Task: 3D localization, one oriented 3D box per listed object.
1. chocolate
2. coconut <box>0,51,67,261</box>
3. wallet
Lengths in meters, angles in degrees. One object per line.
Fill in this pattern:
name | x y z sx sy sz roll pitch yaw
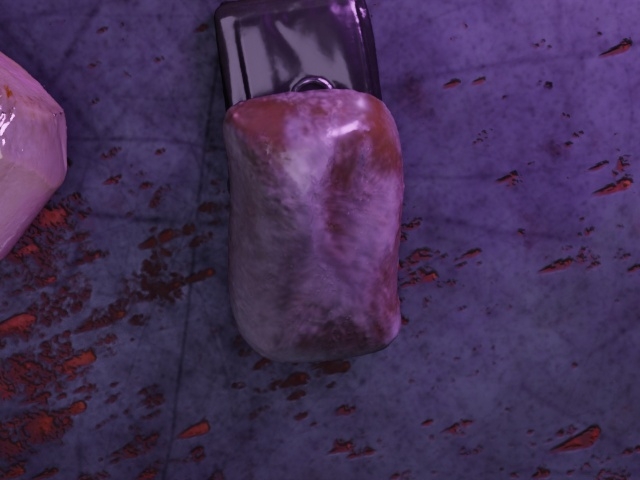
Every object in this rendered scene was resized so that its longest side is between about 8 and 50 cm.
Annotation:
chocolate | 0.000 0.000 1.526 0.185 0.100 0.303 -8 120 -11
coconut | -0.375 -0.081 1.495 0.241 0.241 0.241 0 101 0
wallet | -0.018 -0.136 1.566 0.169 0.052 0.245 -8 98 -2
